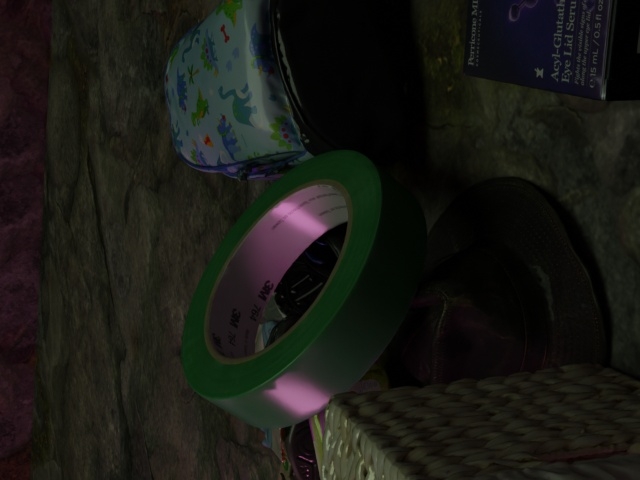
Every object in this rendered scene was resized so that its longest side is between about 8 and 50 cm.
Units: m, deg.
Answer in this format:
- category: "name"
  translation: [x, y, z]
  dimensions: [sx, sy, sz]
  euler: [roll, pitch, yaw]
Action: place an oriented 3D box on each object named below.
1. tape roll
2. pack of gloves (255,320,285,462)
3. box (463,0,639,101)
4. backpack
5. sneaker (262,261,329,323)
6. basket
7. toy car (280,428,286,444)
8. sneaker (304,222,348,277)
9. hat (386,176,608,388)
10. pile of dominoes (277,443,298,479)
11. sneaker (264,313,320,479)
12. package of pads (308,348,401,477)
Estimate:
- category: "tape roll"
  translation: [-0.024, 0.050, 1.187]
  dimensions: [0.321, 0.077, 0.321]
  euler: [-36, 32, 27]
- category: "pack of gloves"
  translation: [-0.060, 0.216, 1.575]
  dimensions: [0.232, 0.046, 0.195]
  euler: [155, 111, -78]
- category: "box"
  translation: [0.231, -0.211, 0.946]
  dimensions: [0.207, 0.108, 0.153]
  euler: [25, 117, 59]
- category: "backpack"
  translation: [-0.057, -0.205, 1.398]
  dimensions: [0.355, 0.273, 0.290]
  euler: [177, 81, -75]
- category: "sneaker"
  translation: [-0.034, 0.088, 1.552]
  dimensions: [0.271, 0.100, 0.108]
  euler: [30, 146, 54]
- category: "basket"
  translation: [0.176, 0.292, 0.886]
  dimensions: [0.266, 0.328, 0.331]
  euler: [-146, 56, -64]
- category: "toy car"
  translation: [0.020, 0.248, 1.497]
  dimensions: [0.239, 0.053, 0.224]
  euler: [43, 131, 52]
- category: "sneaker"
  translation: [0.019, -0.023, 1.376]
  dimensions: [0.217, 0.121, 0.079]
  euler: [54, 138, 46]
- category: "hat"
  translation: [0.147, 0.092, 1.136]
  dimensions: [0.331, 0.134, 0.331]
  euler: [16, 108, 62]
- category: "pile of dominoes"
  translation: [-0.015, 0.321, 1.474]
  dimensions: [0.196, 0.040, 0.251]
  euler: [49, 137, 49]
- category: "sneaker"
  translation: [-0.022, 0.206, 1.409]
  dimensions: [0.130, 0.087, 0.227]
  euler: [-163, 61, -78]
- category: "package of pads"
  translation: [0.061, 0.271, 1.240]
  dimensions: [0.229, 0.101, 0.296]
  euler: [-44, -57, -82]
